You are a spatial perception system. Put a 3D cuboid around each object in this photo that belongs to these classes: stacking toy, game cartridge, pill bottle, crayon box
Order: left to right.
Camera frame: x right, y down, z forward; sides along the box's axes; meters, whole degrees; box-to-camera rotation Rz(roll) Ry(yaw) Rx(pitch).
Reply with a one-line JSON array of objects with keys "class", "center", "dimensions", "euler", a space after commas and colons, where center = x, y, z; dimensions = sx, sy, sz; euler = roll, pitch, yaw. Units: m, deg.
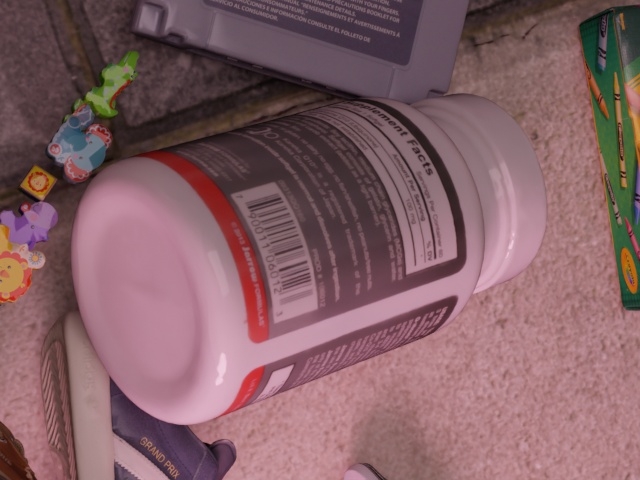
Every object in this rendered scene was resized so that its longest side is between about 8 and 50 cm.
[{"class": "stacking toy", "center": [-0.214, -0.043, 1.396], "dimensions": [0.052, 0.167, 0.221], "euler": [34, 77, -11]}, {"class": "game cartridge", "center": [-0.007, -0.235, 1.510], "dimensions": [0.294, 0.060, 0.196], "euler": [15, 90, -22]}, {"class": "pill bottle", "center": [0.000, 0.000, 1.397], "dimensions": [0.363, 0.210, 0.210], "euler": [-17, 91, -38]}, {"class": "crayon box", "center": [0.351, -0.083, 1.612], "dimensions": [0.165, 0.081, 0.278], "euler": [-9, 89, -17]}]

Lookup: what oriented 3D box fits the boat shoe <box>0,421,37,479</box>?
[{"class": "boat shoe", "center": [-0.279, 0.179, 1.341], "dimensions": [0.324, 0.120, 0.122], "euler": [40, 115, 14]}]

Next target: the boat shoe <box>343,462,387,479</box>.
[{"class": "boat shoe", "center": [0.074, 0.249, 1.529], "dimensions": [0.040, 0.049, 0.142], "euler": [-42, 100, -34]}]

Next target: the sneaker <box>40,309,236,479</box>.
[{"class": "sneaker", "center": [-0.140, 0.229, 1.414], "dimensions": [0.148, 0.131, 0.350], "euler": [0, 84, -24]}]
